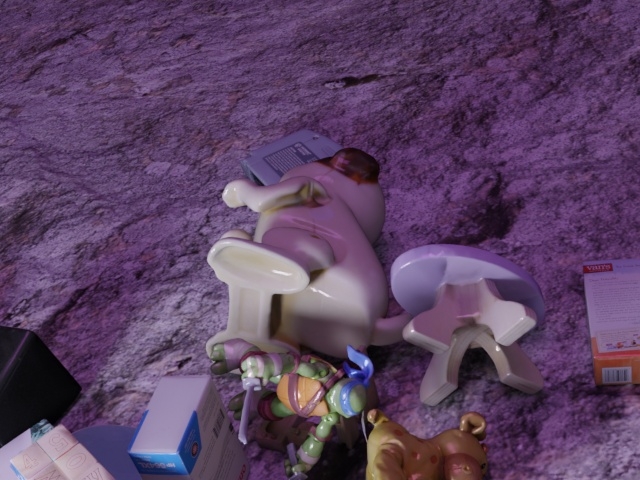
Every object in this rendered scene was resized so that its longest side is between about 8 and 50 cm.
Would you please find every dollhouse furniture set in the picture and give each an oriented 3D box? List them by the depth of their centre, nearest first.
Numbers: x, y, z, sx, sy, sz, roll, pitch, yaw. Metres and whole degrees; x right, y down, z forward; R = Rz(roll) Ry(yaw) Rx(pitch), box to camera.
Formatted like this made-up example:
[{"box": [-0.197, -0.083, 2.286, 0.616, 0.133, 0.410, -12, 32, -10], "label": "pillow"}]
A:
[{"box": [-0.014, 0.243, 1.562, 0.151, 0.123, 0.144, 7, 41, 27], "label": "dollhouse furniture set"}]

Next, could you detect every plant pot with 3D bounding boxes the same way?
[{"box": [-0.550, 0.260, 1.691, 0.188, 0.187, 0.167, 4, 53, 23], "label": "plant pot"}]

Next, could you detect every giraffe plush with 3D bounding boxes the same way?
[{"box": [0.152, 0.320, 1.376, 0.170, 0.181, 0.210, -3, 53, -4], "label": "giraffe plush"}]

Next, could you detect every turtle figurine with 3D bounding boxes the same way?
[{"box": [-0.076, 0.244, 1.430, 0.266, 0.198, 0.274, 7, 66, 54], "label": "turtle figurine"}]

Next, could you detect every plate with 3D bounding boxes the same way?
[{"box": [-0.310, 0.341, 1.564, 0.188, 0.024, 0.188, 12, 16, -3], "label": "plate"}]

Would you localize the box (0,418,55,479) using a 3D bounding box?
[{"box": [-0.432, 0.425, 1.519, 0.232, 0.058, 0.322, -36, 43, -27], "label": "box"}]

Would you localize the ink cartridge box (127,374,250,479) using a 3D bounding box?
[{"box": [-0.185, 0.318, 1.455, 0.086, 0.203, 0.148, -4, 37, 18], "label": "ink cartridge box"}]

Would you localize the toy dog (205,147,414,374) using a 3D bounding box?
[{"box": [0.000, 0.000, 1.760, 0.395, 0.284, 0.408, 2, 37, 10], "label": "toy dog"}]

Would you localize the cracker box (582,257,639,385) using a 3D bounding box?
[{"box": [0.504, 0.124, 1.592, 0.156, 0.067, 0.232, -4, 38, 13], "label": "cracker box"}]

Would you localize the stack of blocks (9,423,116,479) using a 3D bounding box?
[{"box": [-0.279, 0.403, 1.339, 0.087, 0.171, 0.297, -36, 57, -27], "label": "stack of blocks"}]

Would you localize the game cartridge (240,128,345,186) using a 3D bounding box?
[{"box": [-0.027, -0.140, 2.145, 0.198, 0.062, 0.297, -22, 36, -17], "label": "game cartridge"}]

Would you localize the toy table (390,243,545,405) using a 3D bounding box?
[{"box": [0.237, 0.130, 1.551, 0.274, 0.252, 0.161, 15, 44, -15], "label": "toy table"}]
